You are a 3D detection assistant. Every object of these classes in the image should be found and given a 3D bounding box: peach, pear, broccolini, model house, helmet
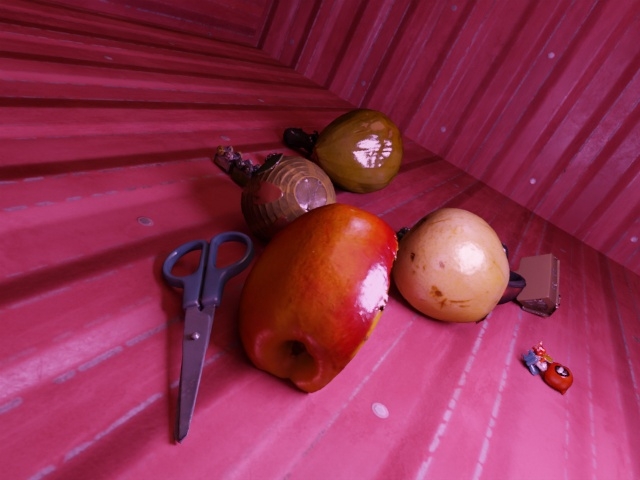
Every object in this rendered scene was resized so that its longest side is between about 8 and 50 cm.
[{"bbox_3d":[-0.002,0.069,0.938,0.242,0.306,0.380,34,31,-2],"label":"peach"},{"bbox_3d":[0.352,0.067,1.265,0.309,0.309,0.309,22,27,-12],"label":"pear"},{"bbox_3d":[0.328,0.029,1.578,0.067,0.058,0.216,13,30,-33],"label":"broccolini"},{"bbox_3d":[0.774,0.182,1.646,0.248,0.176,0.180,36,59,-35],"label":"model house"},{"bbox_3d":[0.537,0.105,1.480,0.216,0.193,0.189,31,19,16],"label":"helmet"}]

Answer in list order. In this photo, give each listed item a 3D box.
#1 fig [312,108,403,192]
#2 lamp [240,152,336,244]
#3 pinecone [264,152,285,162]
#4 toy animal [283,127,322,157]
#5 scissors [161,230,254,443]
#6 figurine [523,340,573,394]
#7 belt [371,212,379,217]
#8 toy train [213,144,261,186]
[{"bbox_3d":[0.136,-0.336,1.790,0.343,0.343,0.343,22,27,-12],"label":"fig"},{"bbox_3d":[-0.094,-0.097,1.230,0.250,0.250,0.284,11,-10,-30],"label":"lamp"},{"bbox_3d":[-0.159,-0.278,1.659,0.083,0.077,0.077,34,27,23],"label":"pinecone"},{"bbox_3d":[-0.051,-0.414,1.989,0.245,0.114,0.146,11,15,16],"label":"toy animal"},{"bbox_3d":[-0.216,0.141,0.831,0.193,0.029,0.447,-12,41,4],"label":"scissors"},{"bbox_3d":[0.616,0.347,1.259,0.068,0.075,0.140,-7,53,-51],"label":"figurine"},{"bbox_3d":[0.116,-0.010,1.353,0.082,0.141,0.190,13,32,-24],"label":"belt"},{"bbox_3d":[-0.264,-0.236,1.483,0.202,0.081,0.060,35,25,31],"label":"toy train"}]
